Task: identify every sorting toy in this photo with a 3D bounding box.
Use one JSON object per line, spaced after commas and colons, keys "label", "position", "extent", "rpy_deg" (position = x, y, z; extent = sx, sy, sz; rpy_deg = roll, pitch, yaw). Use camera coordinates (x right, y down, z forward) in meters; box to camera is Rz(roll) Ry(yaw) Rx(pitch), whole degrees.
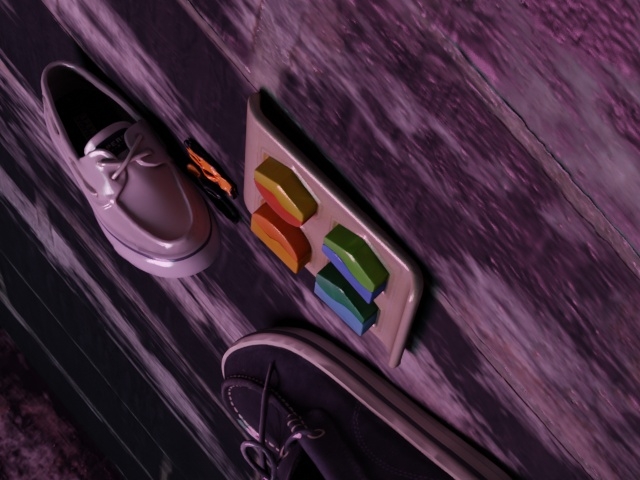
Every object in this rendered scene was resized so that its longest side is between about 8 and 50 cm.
{"label": "sorting toy", "position": [0.000, 0.000, 1.507], "extent": [0.208, 0.038, 0.193], "rpy_deg": [49, 164, 14]}

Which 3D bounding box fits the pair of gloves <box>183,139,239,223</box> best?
{"label": "pair of gloves", "position": [-0.100, -0.053, 1.729], "extent": [0.074, 0.010, 0.083], "rpy_deg": [47, 164, 19]}

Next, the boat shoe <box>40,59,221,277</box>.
{"label": "boat shoe", "position": [-0.185, -0.074, 1.782], "extent": [0.267, 0.096, 0.088], "rpy_deg": [54, 169, 36]}

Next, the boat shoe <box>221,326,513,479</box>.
{"label": "boat shoe", "position": [0.020, 0.216, 1.718], "extent": [0.500, 0.156, 0.187], "rpy_deg": [32, 156, 55]}
